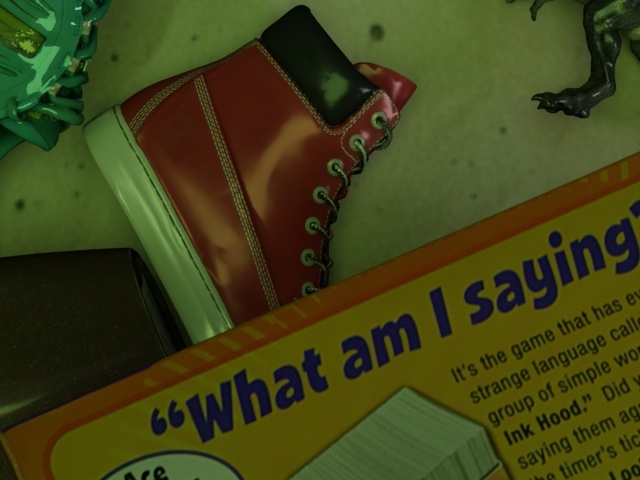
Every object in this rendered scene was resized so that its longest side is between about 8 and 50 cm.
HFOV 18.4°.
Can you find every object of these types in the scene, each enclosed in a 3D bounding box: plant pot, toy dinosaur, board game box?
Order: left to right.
[{"bbox_3d":[-0.184,0.096,1.048,0.230,0.215,0.215,-24,93,1],"label":"plant pot"},{"bbox_3d":[0.111,0.215,0.900,0.356,0.356,0.356,-23,70,-6],"label":"board game box"},{"bbox_3d":[0.181,-0.118,1.103,0.268,0.064,0.118,14,87,-3],"label":"toy dinosaur"}]

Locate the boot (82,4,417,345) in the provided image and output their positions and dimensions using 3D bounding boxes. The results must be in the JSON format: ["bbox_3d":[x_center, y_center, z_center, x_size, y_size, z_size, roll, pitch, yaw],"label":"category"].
[{"bbox_3d":[0.000,0.000,1.102,0.176,0.088,0.244,-28,89,1],"label":"boot"}]

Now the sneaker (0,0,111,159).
[{"bbox_3d":[-0.150,-0.106,1.057,0.275,0.107,0.110,-44,62,26],"label":"sneaker"}]
